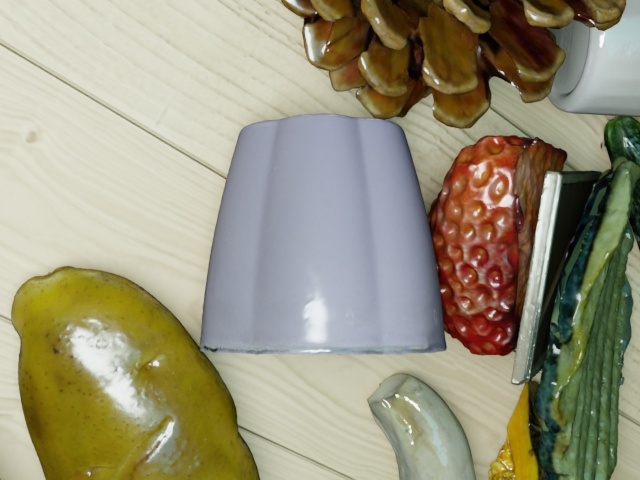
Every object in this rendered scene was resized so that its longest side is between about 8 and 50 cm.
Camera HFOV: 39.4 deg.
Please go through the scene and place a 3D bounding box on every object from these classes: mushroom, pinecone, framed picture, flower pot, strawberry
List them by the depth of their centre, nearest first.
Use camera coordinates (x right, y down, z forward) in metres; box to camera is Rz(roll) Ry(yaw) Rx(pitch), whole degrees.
[{"bbox_3d":[0.160,-0.292,0.886,0.385,0.384,0.384,-4,100,-22],"label":"pinecone"},{"bbox_3d":[0.000,0.000,0.945,0.265,0.265,0.243,-1,87,-23],"label":"flower pot"},{"bbox_3d":[0.181,0.004,1.024,0.280,0.150,0.253,3,97,-65],"label":"strawberry"},{"bbox_3d":[0.289,0.031,1.070,0.315,0.024,0.231,-10,109,-66],"label":"framed picture"},{"bbox_3d":[0.141,0.334,1.136,0.123,0.095,0.351,-12,102,-3],"label":"mushroom"}]

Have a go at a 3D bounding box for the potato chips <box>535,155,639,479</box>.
[{"bbox_3d":[0.336,0.110,1.073,0.358,0.070,0.429,41,60,-59],"label":"potato chips"}]

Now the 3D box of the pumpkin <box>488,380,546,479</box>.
[{"bbox_3d":[0.305,0.310,1.181,0.131,0.126,0.247,19,90,-26],"label":"pumpkin"}]

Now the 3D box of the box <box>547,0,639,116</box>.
[{"bbox_3d":[0.389,-0.245,1.050,0.207,0.291,0.262,-4,77,-8],"label":"box"}]

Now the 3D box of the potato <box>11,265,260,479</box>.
[{"bbox_3d":[-0.197,0.193,0.945,0.176,0.196,0.369,-41,110,-59],"label":"potato"}]

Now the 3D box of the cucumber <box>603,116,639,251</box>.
[{"bbox_3d":[0.444,-0.062,1.207,0.074,0.074,0.241,-31,109,-15],"label":"cucumber"}]
